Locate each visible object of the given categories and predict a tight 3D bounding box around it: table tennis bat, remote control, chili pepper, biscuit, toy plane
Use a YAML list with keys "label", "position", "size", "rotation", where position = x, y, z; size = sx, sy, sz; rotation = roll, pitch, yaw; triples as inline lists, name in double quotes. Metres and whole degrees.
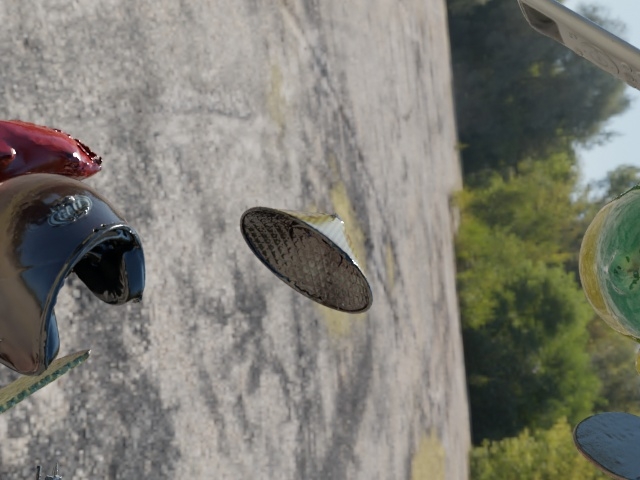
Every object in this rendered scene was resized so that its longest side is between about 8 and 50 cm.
- label: "table tennis bat"
  position: [0.290, 0.195, 0.744]
  size: [0.156, 0.087, 0.013]
  rotation: [-139, -137, -57]
- label: "remote control"
  position: [0.302, -0.181, 0.861]
  size: [0.261, 0.029, 0.067]
  rotation: [43, 5, 29]
- label: "chili pepper"
  position: [-0.427, -0.090, 0.940]
  size: [0.110, 0.387, 0.110]
  rotation: [14, -73, 54]
- label: "biscuit"
  position: [-0.370, 0.189, 0.929]
  size: [0.231, 0.139, 0.016]
  rotation: [-34, 99, -40]
- label: "toy plane"
  position: [-0.311, 0.290, 0.943]
  size: [0.031, 0.083, 0.078]
  rotation: [26, 14, -40]

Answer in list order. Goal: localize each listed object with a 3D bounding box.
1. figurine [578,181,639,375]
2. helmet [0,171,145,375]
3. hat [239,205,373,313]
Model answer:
- label: "figurine"
  position: [0.455, 0.034, 1.093]
  size: [0.340, 0.231, 0.324]
  rotation: [146, -61, -82]
- label: "helmet"
  position: [-0.295, 0.027, 0.880]
  size: [0.193, 0.216, 0.189]
  rotation: [55, 35, -8]
- label: "hat"
  position: [0.000, 0.000, 1.040]
  size: [0.082, 0.193, 0.193]
  rotation: [-55, 150, -24]
